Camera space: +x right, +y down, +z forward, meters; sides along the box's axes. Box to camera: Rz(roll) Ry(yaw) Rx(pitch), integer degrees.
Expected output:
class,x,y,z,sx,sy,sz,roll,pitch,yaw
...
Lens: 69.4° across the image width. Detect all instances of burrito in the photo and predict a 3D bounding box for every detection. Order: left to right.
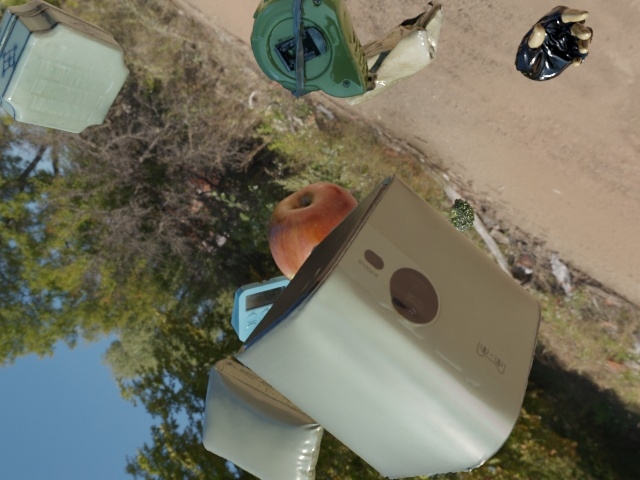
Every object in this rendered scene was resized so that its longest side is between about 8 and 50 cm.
class,x,y,z,sx,sy,sz,roll,pitch,yaw
burrito,0.188,-0.477,1.203,0.332,0.190,0.135,-10,123,49

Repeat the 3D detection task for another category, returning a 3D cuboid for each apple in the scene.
class,x,y,z,sx,sy,sz,roll,pitch,yaw
apple,0.000,0.000,1.095,0.242,0.242,0.241,30,152,58

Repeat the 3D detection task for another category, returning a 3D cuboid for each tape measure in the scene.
class,x,y,z,sx,sy,sz,roll,pitch,yaw
tape measure,-0.020,-0.311,0.722,0.175,0.106,0.200,-8,140,20

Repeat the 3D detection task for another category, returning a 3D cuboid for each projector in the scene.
class,x,y,z,sx,sy,sz,roll,pitch,yaw
projector,0.082,0.108,0.581,0.249,0.248,0.248,41,140,-4

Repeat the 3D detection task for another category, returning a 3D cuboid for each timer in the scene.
class,x,y,z,sx,sy,sz,roll,pitch,yaw
timer,-0.225,0.265,1.832,0.091,0.232,0.250,51,142,39

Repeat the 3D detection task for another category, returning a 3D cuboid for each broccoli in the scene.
class,x,y,z,sx,sy,sz,roll,pitch,yaw
broccoli,0.407,-0.077,1.349,0.097,0.095,0.092,11,-144,-32

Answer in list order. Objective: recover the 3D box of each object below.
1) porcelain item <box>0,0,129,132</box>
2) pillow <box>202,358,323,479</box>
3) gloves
class,x,y,z,sx,sy,sz,roll,pitch,yaw
porcelain item,-0.675,-0.439,1.189,0.157,0.281,0.286,46,-159,18
pillow,-0.143,0.447,1.098,0.322,0.255,0.120,17,-163,26
gloves,0.504,-0.419,0.978,0.164,0.124,0.203,-2,165,-9
